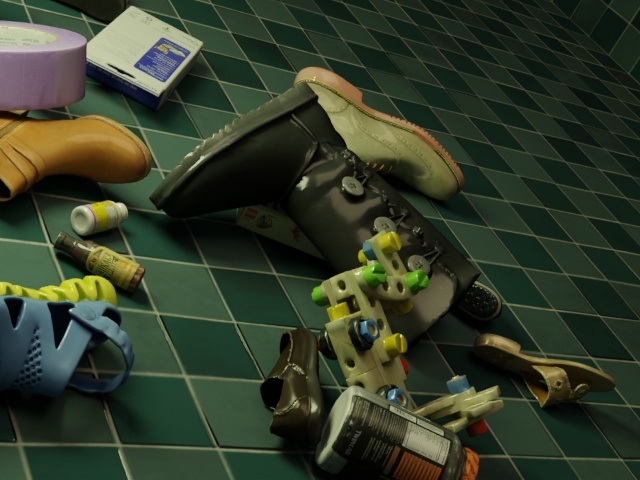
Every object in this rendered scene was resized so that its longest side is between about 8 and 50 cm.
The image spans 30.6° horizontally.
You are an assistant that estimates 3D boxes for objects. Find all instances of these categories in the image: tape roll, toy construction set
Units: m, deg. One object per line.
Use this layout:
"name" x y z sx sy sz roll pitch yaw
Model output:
"tape roll" -0.494 -0.270 1.771 0.274 0.090 0.275 6 17 -2
"toy construction set" 0.108 0.152 1.646 0.215 0.151 0.328 -17 71 -54

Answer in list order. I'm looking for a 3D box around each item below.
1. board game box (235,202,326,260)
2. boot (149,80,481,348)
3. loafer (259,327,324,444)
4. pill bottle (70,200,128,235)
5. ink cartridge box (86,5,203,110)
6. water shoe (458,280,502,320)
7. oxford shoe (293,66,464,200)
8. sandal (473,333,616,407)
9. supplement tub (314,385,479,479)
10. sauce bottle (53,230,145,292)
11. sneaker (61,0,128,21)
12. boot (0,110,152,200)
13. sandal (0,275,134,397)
"board game box" 0.005 -0.040 2.007 0.305 0.053 0.193 22 29 -14
"boot" 0.002 -0.001 1.829 0.367 0.146 0.445 -38 88 -35
"loafer" -0.042 0.185 1.555 0.078 0.080 0.220 3 26 -7
"pill bottle" -0.319 -0.034 1.698 0.043 0.043 0.083 41 29 21
"ink cartridge box" -0.337 -0.332 2.163 0.165 0.065 0.333 28 26 -3
"water shoe" 0.226 0.075 2.031 0.203 0.073 0.080 40 2 19
"oxford shoe" 0.097 -0.171 2.279 0.397 0.140 0.147 30 58 -9
"sandal" 0.355 0.231 1.890 0.240 0.088 0.079 21 59 -3
"supplement tub" 0.099 0.275 1.500 0.190 0.117 0.117 27 27 -7
"sauce bottle" -0.305 0.028 1.612 0.128 0.042 0.042 25 28 -4
"sneaker" -0.504 -0.534 2.317 0.270 0.090 0.145 26 26 -14
"boot" -0.401 -0.120 1.688 0.283 0.109 0.220 24 26 -4
"sandal" -0.331 0.125 1.344 0.317 0.126 0.138 -11 52 -50
